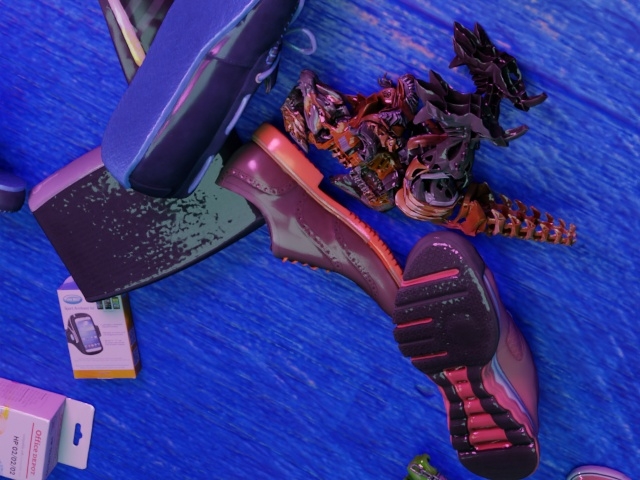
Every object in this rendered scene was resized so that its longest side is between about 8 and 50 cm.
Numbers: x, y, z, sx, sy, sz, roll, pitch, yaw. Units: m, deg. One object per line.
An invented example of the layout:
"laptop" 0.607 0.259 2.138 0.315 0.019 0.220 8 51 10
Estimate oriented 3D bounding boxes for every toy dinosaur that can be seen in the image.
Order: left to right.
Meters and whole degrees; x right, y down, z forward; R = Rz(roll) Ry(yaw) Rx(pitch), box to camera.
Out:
"toy dinosaur" 0.122 -0.098 1.437 0.321 0.164 0.218 17 132 -15

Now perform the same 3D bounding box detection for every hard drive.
"hard drive" -0.193 -0.037 1.545 0.254 0.054 0.172 -25 104 15

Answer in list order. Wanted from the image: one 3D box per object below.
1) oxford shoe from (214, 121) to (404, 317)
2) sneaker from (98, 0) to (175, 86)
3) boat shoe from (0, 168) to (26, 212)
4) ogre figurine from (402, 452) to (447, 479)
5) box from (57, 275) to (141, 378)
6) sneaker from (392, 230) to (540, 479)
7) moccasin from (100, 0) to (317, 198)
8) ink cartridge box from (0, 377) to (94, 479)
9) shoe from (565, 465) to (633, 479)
"oxford shoe" 0.000 0.000 1.492 0.098 0.097 0.271 -44 93 -3
"sneaker" -0.189 -0.264 1.458 0.097 0.084 0.235 -20 110 -6
"boat shoe" -0.457 -0.059 1.585 0.258 0.109 0.089 14 97 21
"ogre figurine" 0.136 0.356 1.639 0.118 0.097 0.197 25 102 20
"box" -0.267 0.101 1.648 0.081 0.028 0.136 -1 110 13
"sneaker" 0.165 0.110 1.493 0.116 0.136 0.314 -8 120 24
"moccasin" -0.098 -0.197 1.418 0.117 0.138 0.342 27 107 -42
"ink cartridge box" -0.383 0.238 1.713 0.181 0.061 0.104 15 116 5
"shoe" 0.362 0.330 1.579 0.178 0.081 0.063 31 116 -2
